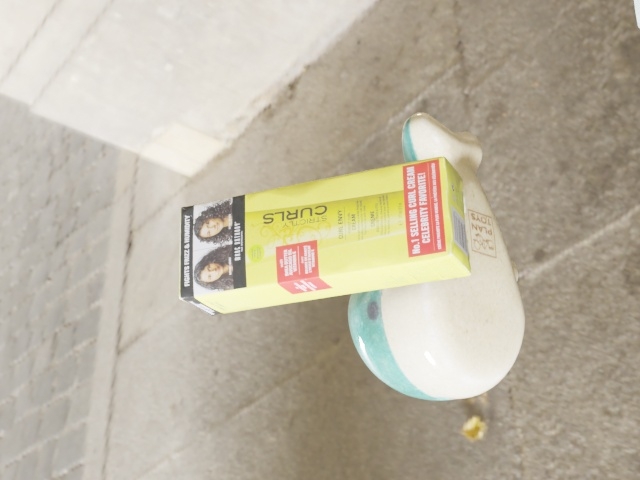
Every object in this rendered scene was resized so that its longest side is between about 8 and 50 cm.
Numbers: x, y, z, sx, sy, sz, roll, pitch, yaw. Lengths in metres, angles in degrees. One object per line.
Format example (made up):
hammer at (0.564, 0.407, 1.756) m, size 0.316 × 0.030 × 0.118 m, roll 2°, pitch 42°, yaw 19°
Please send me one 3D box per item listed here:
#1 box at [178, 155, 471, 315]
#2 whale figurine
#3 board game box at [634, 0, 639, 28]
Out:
box at (0.000, 0.000, 0.820) m, size 0.232 × 0.058 × 0.087 m, roll -9°, pitch 70°, yaw 21°
whale figurine at (0.102, 0.019, 0.992) m, size 0.141 × 0.216 × 0.272 m, roll -15°, pitch 70°, yaw 44°
board game box at (0.409, -0.248, 0.742) m, size 0.303 × 0.098 × 0.224 m, roll -33°, pitch 33°, yaw -21°
